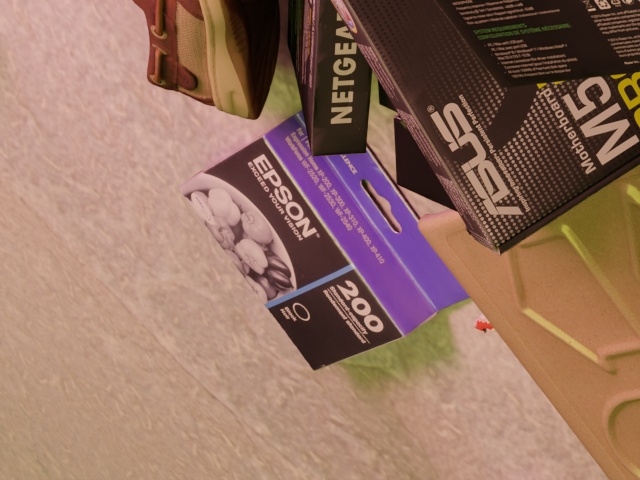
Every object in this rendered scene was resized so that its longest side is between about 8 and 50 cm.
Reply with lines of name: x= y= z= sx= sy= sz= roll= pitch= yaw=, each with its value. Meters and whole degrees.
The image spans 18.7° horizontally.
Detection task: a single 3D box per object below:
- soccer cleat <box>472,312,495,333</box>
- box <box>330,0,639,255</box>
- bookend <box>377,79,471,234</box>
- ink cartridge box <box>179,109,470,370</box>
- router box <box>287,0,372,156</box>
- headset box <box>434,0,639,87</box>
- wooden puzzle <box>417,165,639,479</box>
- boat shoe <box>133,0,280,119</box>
soccer cleat: x=0.145 y=0.046 z=1.524 sx=0.083 sy=0.029 sz=0.035 roll=-32 pitch=88 yaw=52
box: x=0.124 y=-0.161 z=1.185 sx=0.270 sy=0.216 sz=0.060 roll=59 pitch=175 yaw=-12
bookend: x=0.089 y=-0.099 z=1.332 sx=0.157 sy=0.156 sz=0.072 roll=27 pitch=140 yaw=31
ink cartridge box: x=0.000 y=0.000 z=1.624 sx=0.206 sy=0.045 sz=0.208 roll=54 pitch=144 yaw=-6
router box: x=0.007 y=-0.169 z=1.389 sx=0.179 sy=0.046 sz=0.133 roll=93 pitch=170 yaw=-46
headset box: x=0.208 y=-0.228 z=0.983 sx=0.246 sy=0.283 sz=0.131 roll=-1 pitch=137 yaw=49
wooden puzzle: x=0.265 y=0.068 z=1.356 sx=0.322 sy=0.080 sz=0.348 roll=52 pitch=151 yaw=-13
boat shoe: x=-0.105 y=-0.210 z=1.408 sx=0.123 sy=0.123 sz=0.342 roll=11 pitch=154 yaw=10
